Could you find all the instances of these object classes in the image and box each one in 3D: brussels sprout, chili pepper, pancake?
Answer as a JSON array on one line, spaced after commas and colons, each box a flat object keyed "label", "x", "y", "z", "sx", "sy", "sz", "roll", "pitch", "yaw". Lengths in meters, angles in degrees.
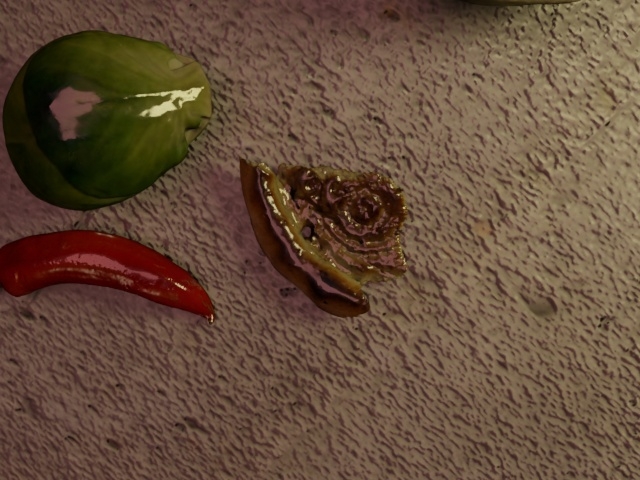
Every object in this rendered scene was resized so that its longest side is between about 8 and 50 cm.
[{"label": "brussels sprout", "x": -0.279, "y": -0.163, "z": 0.861, "sx": 0.271, "sy": 0.210, "sz": 0.220, "roll": -21, "pitch": 99, "yaw": -9}, {"label": "chili pepper", "x": -0.339, "y": 0.052, "z": 0.943, "sx": 0.368, "sy": 0.092, "sz": 0.137, "roll": 4, "pitch": 108, "yaw": 7}, {"label": "pancake", "x": 0.000, "y": 0.000, "z": 0.919, "sx": 0.257, "sy": 0.056, "sz": 0.213, "roll": 10, "pitch": 97, "yaw": 4}]

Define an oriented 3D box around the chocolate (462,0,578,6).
[{"label": "chocolate", "x": 0.260, "y": -0.407, "z": 0.724, "sx": 0.325, "sy": 0.314, "sz": 0.297, "roll": 18, "pitch": 99, "yaw": 40}]
